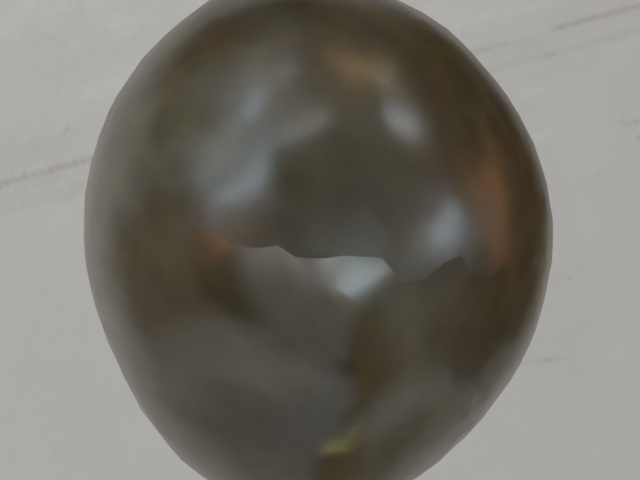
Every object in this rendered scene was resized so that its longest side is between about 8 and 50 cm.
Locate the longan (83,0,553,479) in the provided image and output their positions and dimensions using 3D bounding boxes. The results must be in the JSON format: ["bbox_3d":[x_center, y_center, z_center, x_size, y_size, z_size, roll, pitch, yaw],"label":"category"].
[{"bbox_3d":[0.000,0.000,0.694,0.198,0.198,0.212,-29,127,-21],"label":"longan"}]
